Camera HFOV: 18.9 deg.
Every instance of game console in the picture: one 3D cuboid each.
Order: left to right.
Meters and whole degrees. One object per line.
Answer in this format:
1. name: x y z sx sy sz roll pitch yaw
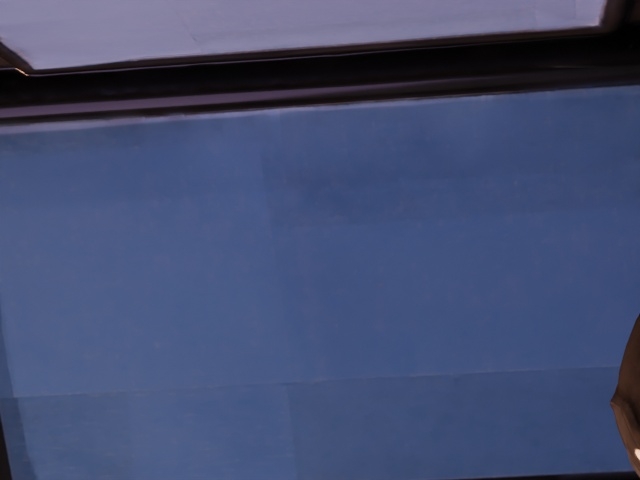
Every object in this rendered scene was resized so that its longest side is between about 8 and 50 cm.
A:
1. game console: 0.000 0.000 0.523 0.293 0.173 0.250 -4 174 5

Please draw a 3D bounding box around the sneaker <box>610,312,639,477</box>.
1. sneaker: 0.178 -0.030 0.412 0.100 0.271 0.108 59 -178 32
